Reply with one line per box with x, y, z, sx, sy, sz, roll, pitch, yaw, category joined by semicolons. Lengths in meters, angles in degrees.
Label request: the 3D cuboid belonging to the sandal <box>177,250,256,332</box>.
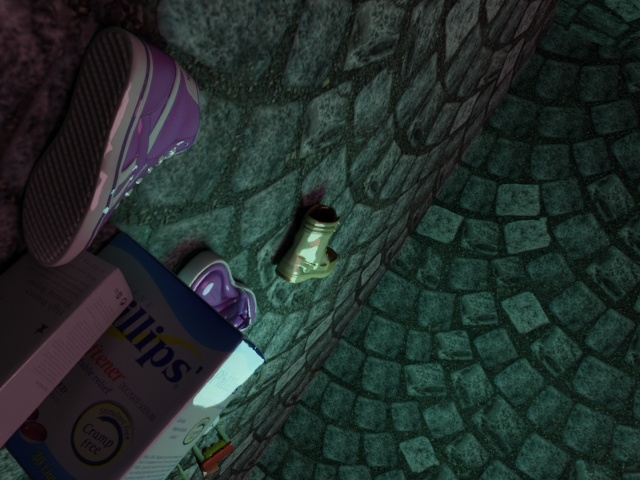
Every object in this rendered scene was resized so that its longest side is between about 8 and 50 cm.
-0.211;0.163;1.003;0.169;0.102;0.416;-49;160;-14;sandal

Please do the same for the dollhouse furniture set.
-0.408;0.734;1.301;0.374;0.152;0.201;-28;149;-29;dollhouse furniture set

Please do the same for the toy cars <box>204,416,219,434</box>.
-0.377;0.521;1.222;0.176;0.087;0.394;-60;159;15;toy cars

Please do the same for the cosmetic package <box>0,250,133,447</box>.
-0.350;0.113;0.532;0.231;0.117;0.085;-58;164;-35;cosmetic package

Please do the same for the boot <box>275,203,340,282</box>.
0.000;0.000;1.239;0.262;0.095;0.203;-10;131;-57;boot

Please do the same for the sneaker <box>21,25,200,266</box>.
-0.235;-0.091;0.555;0.282;0.102;0.161;-58;163;10;sneaker

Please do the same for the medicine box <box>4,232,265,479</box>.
-0.279;0.186;0.650;0.289;0.263;0.149;-49;160;-15;medicine box
